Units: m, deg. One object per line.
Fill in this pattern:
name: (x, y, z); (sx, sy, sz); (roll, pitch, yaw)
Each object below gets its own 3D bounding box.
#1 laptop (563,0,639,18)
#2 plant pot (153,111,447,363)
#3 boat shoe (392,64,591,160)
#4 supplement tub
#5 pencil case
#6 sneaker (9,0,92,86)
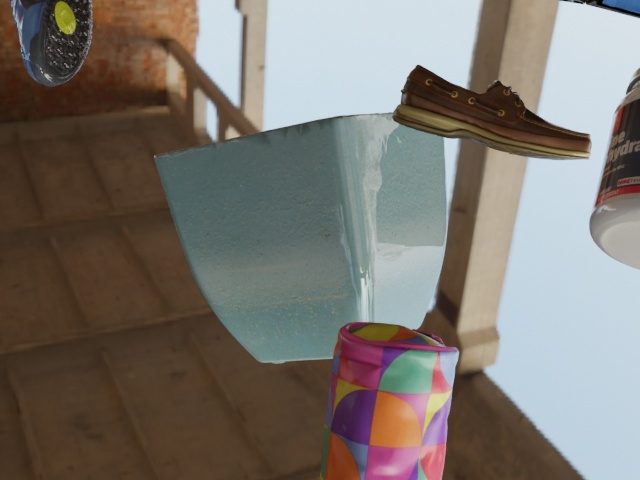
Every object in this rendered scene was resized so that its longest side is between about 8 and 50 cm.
laptop: (0.370, -0.366, 1.033); (0.136, 0.234, 0.264); (28, -156, 33)
plant pot: (0.000, 0.000, 1.040); (0.247, 0.252, 0.248); (-7, -176, 32)
boat shoe: (0.155, -0.112, 0.818); (0.178, 0.060, 0.064); (16, -174, 8)
supplement tub: (0.501, -0.106, 1.317); (0.191, 0.191, 0.272); (13, -114, 15)
pencil case: (0.048, 0.182, 0.721); (0.104, 0.236, 0.104); (7, -174, -1)
sneaker: (-0.272, -0.235, 0.898); (0.082, 0.069, 0.209); (-10, -114, 19)
